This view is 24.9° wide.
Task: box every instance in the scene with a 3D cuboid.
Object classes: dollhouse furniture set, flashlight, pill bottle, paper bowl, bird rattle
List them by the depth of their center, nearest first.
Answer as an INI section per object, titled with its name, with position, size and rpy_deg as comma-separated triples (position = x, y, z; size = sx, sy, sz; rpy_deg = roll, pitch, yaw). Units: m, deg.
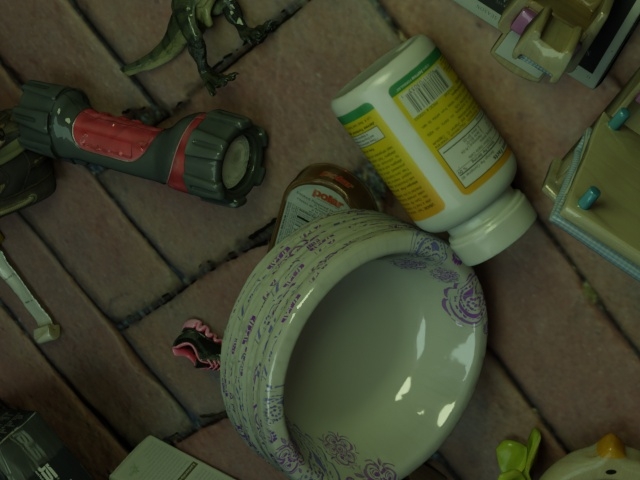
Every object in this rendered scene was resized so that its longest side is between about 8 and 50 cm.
[dollhouse furniture set]
position = 0.225, -0.026, 1.192
size = 0.286, 0.303, 0.198
rpy_deg = 31, 135, -3
[pill bottle]
position = 0.114, -0.083, 1.387
size = 0.117, 0.117, 0.208
rpy_deg = -29, 103, 44
[paper bowl]
position = 0.023, 0.105, 1.481
size = 0.148, 0.284, 0.284
rpy_deg = 29, 139, 49
[bird rattle]
position = 0.297, 0.312, 1.553
size = 0.253, 0.143, 0.207
rpy_deg = 45, 119, -6
[flashlight]
position = -0.207, -0.117, 1.603
size = 0.304, 0.103, 0.103
rpy_deg = 17, 87, 28

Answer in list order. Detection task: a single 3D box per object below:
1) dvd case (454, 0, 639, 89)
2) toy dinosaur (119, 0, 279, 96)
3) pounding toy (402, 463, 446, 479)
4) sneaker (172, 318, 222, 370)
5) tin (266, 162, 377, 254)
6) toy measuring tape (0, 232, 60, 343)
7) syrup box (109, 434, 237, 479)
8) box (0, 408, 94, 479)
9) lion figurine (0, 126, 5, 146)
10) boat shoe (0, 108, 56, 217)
[dvd case]
position = 0.216, -0.266, 1.243
size = 0.179, 0.029, 0.239
rpy_deg = 35, 134, 9
[toy dinosaur]
position = -0.118, -0.224, 1.489
size = 0.118, 0.064, 0.268
rpy_deg = 45, 138, 7
[pounding toy]
position = 0.105, 0.312, 1.711
size = 0.206, 0.094, 0.181
rpy_deg = 31, 130, -1
[sneaker]
position = -0.129, 0.145, 1.769
size = 0.119, 0.057, 0.047
rpy_deg = 26, 131, 15
[tin]
position = 0.000, 0.000, 1.587
size = 0.106, 0.040, 0.190
rpy_deg = 27, 133, 11
[toy measuring tape]
position = -0.469, 0.022, 1.875
size = 0.121, 0.121, 0.330
rpy_deg = -20, 109, 42
[syrup box]
position = -0.159, 0.366, 1.926
size = 0.237, 0.096, 0.093
rpy_deg = 25, 134, 19
[box]
position = -0.375, 0.380, 1.999
size = 0.318, 0.097, 0.395
rpy_deg = 52, 157, -11
[lion figurine]
position = -0.523, -0.176, 1.665
size = 0.240, 0.142, 0.392
rpy_deg = -35, 59, 20
[boat shoe]
position = -0.478, -0.023, 1.738
size = 0.355, 0.132, 0.130
rpy_deg = -27, 114, 7
